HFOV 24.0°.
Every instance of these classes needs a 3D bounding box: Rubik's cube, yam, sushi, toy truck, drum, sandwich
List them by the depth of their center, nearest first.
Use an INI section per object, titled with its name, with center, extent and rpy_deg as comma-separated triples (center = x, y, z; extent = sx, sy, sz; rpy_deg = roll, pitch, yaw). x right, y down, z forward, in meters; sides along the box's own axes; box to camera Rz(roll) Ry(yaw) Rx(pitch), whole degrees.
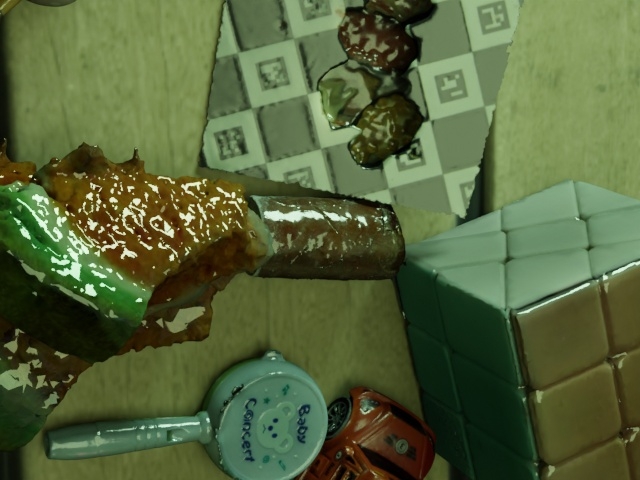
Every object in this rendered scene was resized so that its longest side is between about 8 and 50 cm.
[sandwich]
center = -0.177, 0.033, 1.200
extent = 0.301, 0.162, 0.250
rpy_deg = -19, 113, -18
[sushi]
center = 0.039, -0.185, 1.318
extent = 0.264, 0.050, 0.290
rpy_deg = 11, 99, -8
[drum]
center = -0.109, 0.148, 1.321
extent = 0.253, 0.049, 0.130
rpy_deg = 14, 96, -28
[yam]
center = 0.000, -0.002, 1.327
extent = 0.141, 0.079, 0.079
rpy_deg = 0, 101, -25
[Rubik's cube]
center = 0.226, 0.099, 1.372
extent = 0.221, 0.231, 0.225
rpy_deg = -21, 112, -19
[toy truck]
center = 0.019, 0.266, 1.373
extent = 0.107, 0.114, 0.253
rpy_deg = 35, 87, -26

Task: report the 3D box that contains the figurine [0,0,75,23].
[figurine]
center = -0.193, -0.243, 1.130
extent = 0.112, 0.137, 0.229
rpy_deg = 58, 44, -13
